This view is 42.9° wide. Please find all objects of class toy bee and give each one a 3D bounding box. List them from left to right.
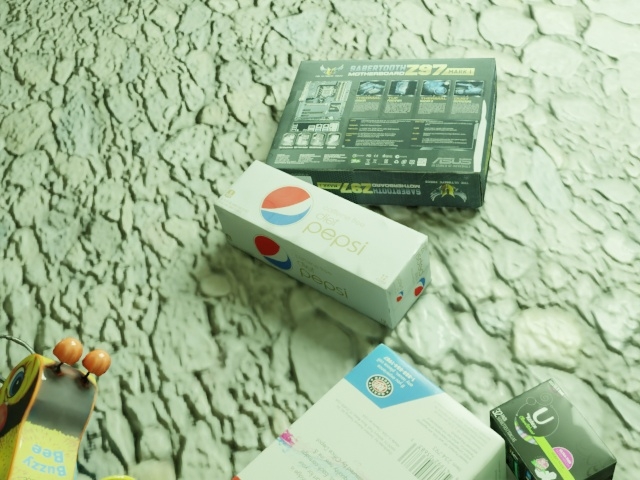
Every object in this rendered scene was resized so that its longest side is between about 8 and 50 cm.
[{"bbox_3d":[-0.238,0.156,0.644,0.162,0.195,0.298,-42,59,26],"label":"toy bee"}]

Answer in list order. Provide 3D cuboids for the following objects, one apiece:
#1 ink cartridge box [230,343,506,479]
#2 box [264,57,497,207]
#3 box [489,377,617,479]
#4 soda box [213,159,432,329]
[{"bbox_3d":[0.018,0.207,0.624,0.231,0.078,0.134,-39,53,-20],"label":"ink cartridge box"},{"bbox_3d":[0.071,-0.123,0.899,0.232,0.059,0.184,3,52,15],"label":"box"},{"bbox_3d":[0.181,0.164,0.641,0.062,0.052,0.083,-26,49,-9],"label":"box"},{"bbox_3d":[0.000,0.000,0.806,0.216,0.069,0.074,25,60,30],"label":"soda box"}]
